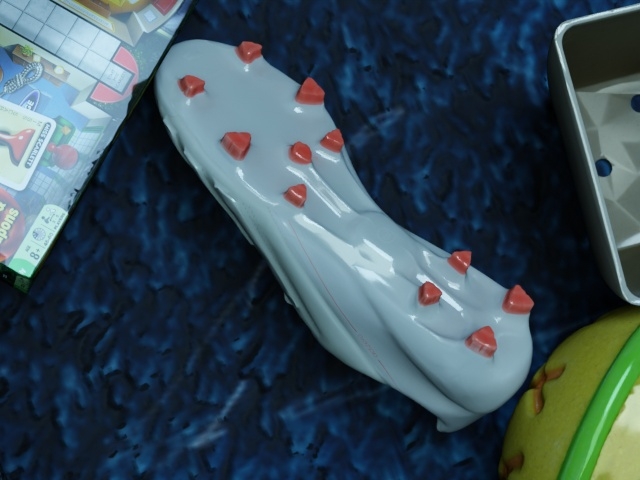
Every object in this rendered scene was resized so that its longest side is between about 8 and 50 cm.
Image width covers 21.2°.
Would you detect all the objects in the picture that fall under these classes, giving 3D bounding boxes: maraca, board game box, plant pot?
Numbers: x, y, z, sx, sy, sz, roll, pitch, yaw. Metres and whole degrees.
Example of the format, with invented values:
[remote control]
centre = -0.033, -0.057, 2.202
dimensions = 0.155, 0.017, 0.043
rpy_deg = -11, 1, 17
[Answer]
[maraca]
centre = 0.114, 0.107, 0.666
dimensions = 0.099, 0.127, 0.186
rpy_deg = 23, 93, 33
[board game box]
centre = -0.108, -0.123, 0.668
dimensions = 0.136, 0.030, 0.260
rpy_deg = 28, 72, -2
[plant pot]
centre = 0.145, -0.038, 0.682
dimensions = 0.109, 0.096, 0.109
rpy_deg = -15, 89, -7

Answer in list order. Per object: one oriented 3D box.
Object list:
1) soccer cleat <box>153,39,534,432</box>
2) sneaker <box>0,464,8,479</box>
[soccer cleat]
centre = 0.000, 0.000, 0.685
dimensions = 0.196, 0.076, 0.068
rpy_deg = 44, 50, 12
[sneaker]
centre = -0.155, 0.135, 0.623
dimensions = 0.125, 0.139, 0.341
rpy_deg = -28, 92, -9
